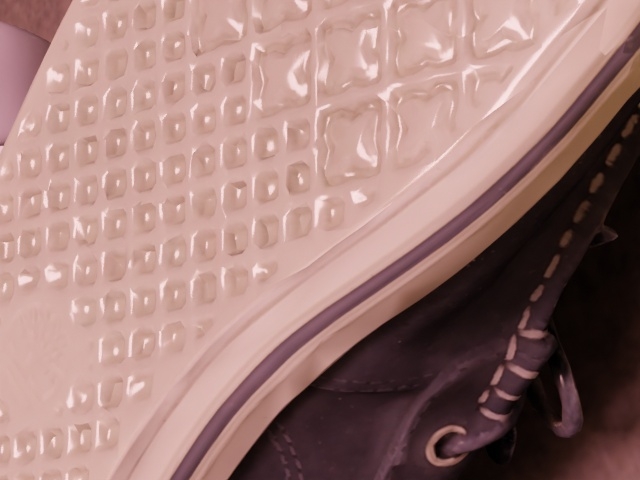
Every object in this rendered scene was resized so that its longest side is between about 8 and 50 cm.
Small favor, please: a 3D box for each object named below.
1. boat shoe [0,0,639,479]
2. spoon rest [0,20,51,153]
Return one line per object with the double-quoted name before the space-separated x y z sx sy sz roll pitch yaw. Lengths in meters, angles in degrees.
"boat shoe" 0.000 0.000 0.615 0.500 0.156 0.187 -56 50 21
"spoon rest" -0.179 -0.032 0.867 0.276 0.084 0.137 -23 71 57
